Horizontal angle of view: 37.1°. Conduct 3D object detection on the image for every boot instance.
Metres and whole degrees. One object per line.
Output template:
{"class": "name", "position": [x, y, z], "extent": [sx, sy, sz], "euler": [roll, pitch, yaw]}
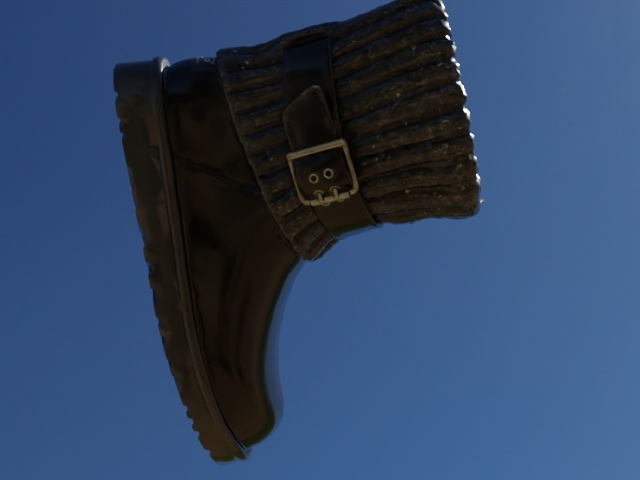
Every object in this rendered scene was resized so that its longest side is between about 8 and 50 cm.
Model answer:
{"class": "boot", "position": [0.000, 0.000, 0.739], "extent": [0.260, 0.131, 0.347], "euler": [-9, -72, -1]}
